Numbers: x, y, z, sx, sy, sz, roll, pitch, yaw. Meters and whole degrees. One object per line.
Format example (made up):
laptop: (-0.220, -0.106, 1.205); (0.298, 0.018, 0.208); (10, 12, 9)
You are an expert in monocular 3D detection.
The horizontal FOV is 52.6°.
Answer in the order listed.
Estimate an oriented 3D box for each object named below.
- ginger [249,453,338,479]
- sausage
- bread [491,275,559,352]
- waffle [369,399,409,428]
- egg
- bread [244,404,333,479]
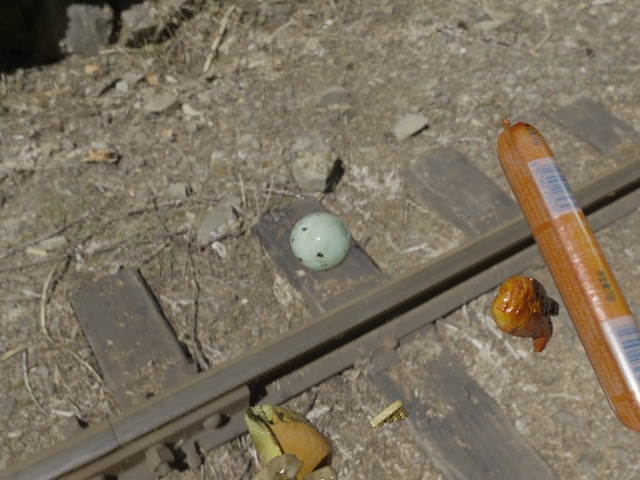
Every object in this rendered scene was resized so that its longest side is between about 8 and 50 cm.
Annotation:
ginger: (-0.013, 0.448, 1.127); (0.258, 0.065, 0.149); (7, 44, 12)
sausage: (0.247, 0.023, 0.625); (0.053, 0.053, 0.348); (-12, 67, -13)
bread: (0.469, 0.161, 1.444); (0.095, 0.269, 0.139); (17, 81, 52)
waffle: (0.176, 0.447, 1.624); (0.097, 0.153, 0.023); (-37, 62, -4)
egg: (0.000, 0.000, 1.394); (0.131, 0.131, 0.164); (-13, 17, -14)
bread: (-0.056, 0.507, 1.545); (0.162, 0.262, 0.204); (-28, 18, -15)
